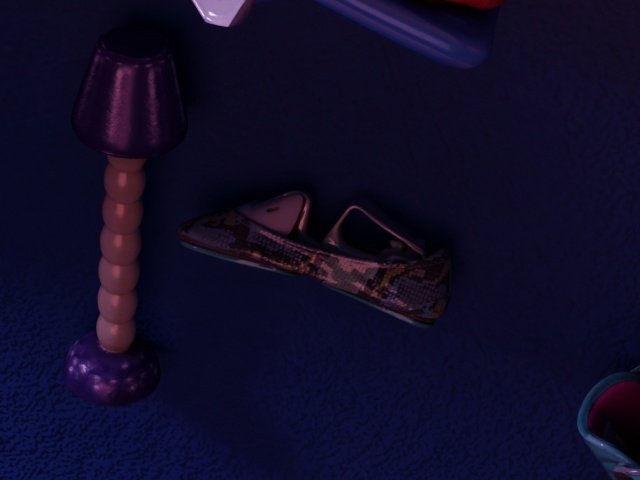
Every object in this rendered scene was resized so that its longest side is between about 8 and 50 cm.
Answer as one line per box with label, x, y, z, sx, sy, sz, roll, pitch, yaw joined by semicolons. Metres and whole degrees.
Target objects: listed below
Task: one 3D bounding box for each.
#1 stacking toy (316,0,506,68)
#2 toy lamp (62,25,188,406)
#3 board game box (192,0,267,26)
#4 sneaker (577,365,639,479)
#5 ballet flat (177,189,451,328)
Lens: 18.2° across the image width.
stacking toy;0.084;-0.262;1.093;0.165;0.175;0.302;28;114;-3
toy lamp;-0.134;-0.016;1.349;0.080;0.080;0.275;16;126;8
board game box;-0.047;-0.369;0.959;0.390;0.050;0.390;59;140;17
sneaker;0.226;0.179;1.322;0.178;0.124;0.295;36;117;-12
ballet flat;0.000;0.000;1.332;0.188;0.070;0.070;18;125;4
